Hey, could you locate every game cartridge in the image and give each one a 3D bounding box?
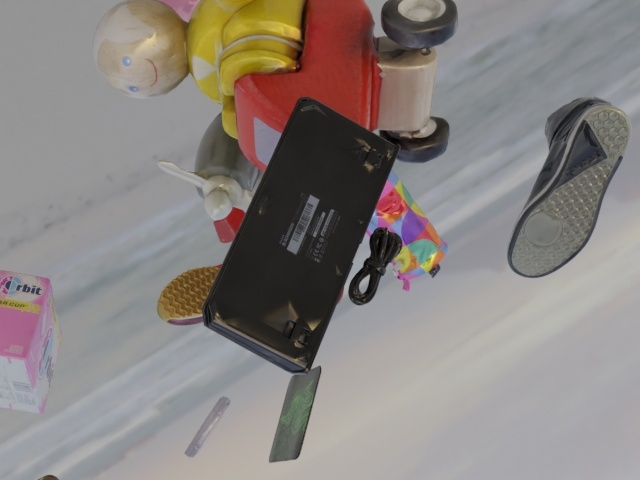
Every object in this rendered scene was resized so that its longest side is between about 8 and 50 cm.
[{"bbox_3d":[-0.142,0.236,1.458,0.083,0.017,0.056,-57,173,-2],"label":"game cartridge"}]

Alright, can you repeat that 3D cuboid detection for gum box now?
[{"bbox_3d":[-0.364,0.130,1.416,0.188,0.062,0.107,102,-2,-60],"label":"gum box"}]

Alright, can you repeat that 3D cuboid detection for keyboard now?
[{"bbox_3d":[0.000,0.000,0.764,0.023,0.108,0.180,-38,-154,63],"label":"keyboard"}]

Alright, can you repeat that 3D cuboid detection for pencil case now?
[{"bbox_3d":[0.101,-0.041,1.775,0.104,0.236,0.104,-35,-165,10],"label":"pencil case"}]

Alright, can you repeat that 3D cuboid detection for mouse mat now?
[{"bbox_3d":[-0.043,0.283,1.867,0.190,0.007,0.152,145,-38,-68],"label":"mouse mat"}]

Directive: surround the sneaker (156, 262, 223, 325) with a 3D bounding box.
[{"bbox_3d":[-0.118,0.065,1.403,0.185,0.069,0.084,-27,153,-29],"label":"sneaker"}]

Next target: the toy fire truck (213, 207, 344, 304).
[{"bbox_3d":[-0.060,0.024,1.713,0.135,0.192,0.047,-8,-144,31],"label":"toy fire truck"}]

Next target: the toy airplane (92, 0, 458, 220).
[{"bbox_3d":[-0.070,-0.205,1.018,0.272,0.386,0.384,-14,-179,-12],"label":"toy airplane"}]

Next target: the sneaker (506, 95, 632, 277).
[{"bbox_3d":[0.293,-0.070,1.398,0.226,0.086,0.163,-61,-174,16],"label":"sneaker"}]

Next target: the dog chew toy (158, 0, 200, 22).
[{"bbox_3d":[-0.171,-0.407,1.537,0.207,0.331,0.206,-16,-163,5],"label":"dog chew toy"}]

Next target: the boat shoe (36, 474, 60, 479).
[{"bbox_3d":[-0.270,0.297,1.086,0.049,0.152,0.056,-13,151,22],"label":"boat shoe"}]
